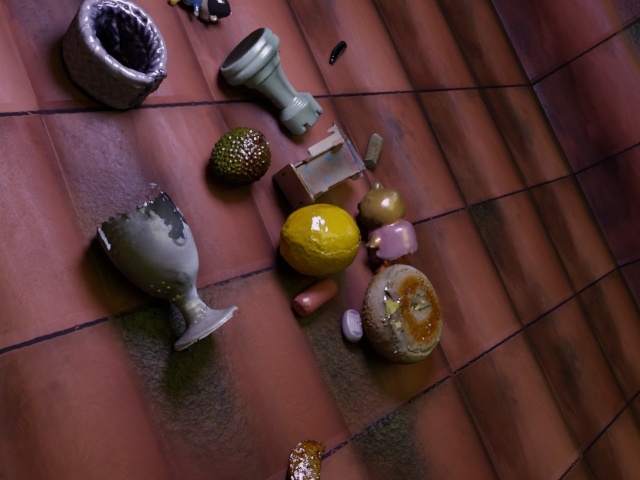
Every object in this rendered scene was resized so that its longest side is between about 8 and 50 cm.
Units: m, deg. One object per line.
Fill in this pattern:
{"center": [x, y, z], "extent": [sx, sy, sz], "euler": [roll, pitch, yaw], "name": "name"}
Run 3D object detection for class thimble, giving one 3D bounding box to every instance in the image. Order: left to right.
{"center": [-0.498, -0.454, 1.569], "extent": [0.245, 0.157, 0.217], "euler": [51, 47, -8], "name": "thimble"}

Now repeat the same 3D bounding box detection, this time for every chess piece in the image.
{"center": [-0.130, -0.453, 1.895], "extent": [0.299, 0.195, 0.194], "euler": [45, 45, -29], "name": "chess piece"}

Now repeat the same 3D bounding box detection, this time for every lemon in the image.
{"center": [0.000, 0.000, 1.752], "extent": [0.260, 0.204, 0.204], "euler": [2, 68, -43], "name": "lemon"}

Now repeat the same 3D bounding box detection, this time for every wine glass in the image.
{"center": [-0.341, 0.062, 1.431], "extent": [0.190, 0.190, 0.357], "euler": [-36, 100, -46], "name": "wine glass"}

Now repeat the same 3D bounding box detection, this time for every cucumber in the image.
{"center": [0.058, -0.664, 2.262], "extent": [0.034, 0.033, 0.135], "euler": [19, 45, 17], "name": "cucumber"}

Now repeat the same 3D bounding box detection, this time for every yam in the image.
{"center": [0.180, -0.300, 2.172], "extent": [0.054, 0.054, 0.132], "euler": [37, 49, -23], "name": "yam"}

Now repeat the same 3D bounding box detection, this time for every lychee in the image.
{"center": [-0.217, -0.217, 1.708], "extent": [0.171, 0.171, 0.171], "euler": [20, 57, -34], "name": "lychee"}

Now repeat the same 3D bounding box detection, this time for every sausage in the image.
{"center": [-0.011, 0.152, 1.763], "extent": [0.154, 0.062, 0.062], "euler": [-32, 92, -45], "name": "sausage"}

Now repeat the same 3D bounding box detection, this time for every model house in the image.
{"center": [-0.011, -0.206, 1.854], "extent": [0.169, 0.244, 0.326], "euler": [56, 11, -6], "name": "model house"}

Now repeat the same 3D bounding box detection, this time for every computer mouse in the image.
{"center": [0.087, 0.244, 1.823], "extent": [0.066, 0.039, 0.096], "euler": [19, 50, -35], "name": "computer mouse"}

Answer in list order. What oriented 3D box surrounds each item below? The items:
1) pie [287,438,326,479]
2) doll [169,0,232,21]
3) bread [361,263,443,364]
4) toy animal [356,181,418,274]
{"center": [-0.035, 0.547, 1.544], "extent": [0.088, 0.033, 0.191], "euler": [25, 34, -7], "name": "pie"}
{"center": [-0.345, -0.688, 1.883], "extent": [0.179, 0.089, 0.102], "euler": [12, 59, -11], "name": "doll"}
{"center": [0.226, 0.214, 1.866], "extent": [0.306, 0.159, 0.305], "euler": [22, 60, -46], "name": "bread"}
{"center": [0.201, -0.043, 1.977], "extent": [0.195, 0.169, 0.281], "euler": [-11, 78, -47], "name": "toy animal"}
